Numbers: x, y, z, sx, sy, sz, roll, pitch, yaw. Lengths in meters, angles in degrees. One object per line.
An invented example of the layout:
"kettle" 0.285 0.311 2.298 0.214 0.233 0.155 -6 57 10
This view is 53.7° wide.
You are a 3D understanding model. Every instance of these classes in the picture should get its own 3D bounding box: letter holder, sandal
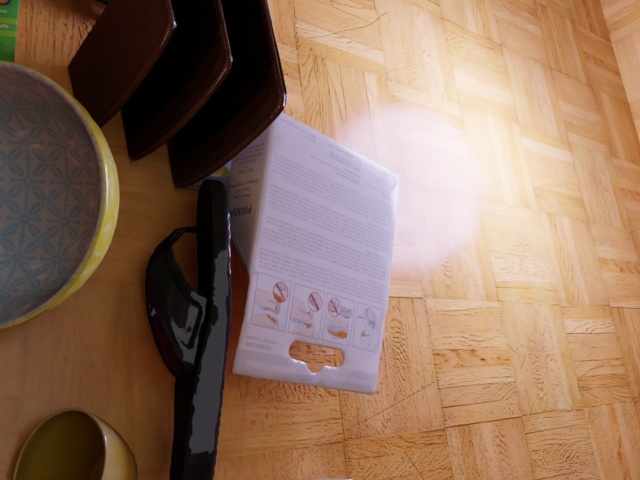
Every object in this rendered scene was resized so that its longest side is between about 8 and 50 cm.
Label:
"letter holder" -0.202 -0.205 0.850 0.152 0.302 0.214 -4 76 -41
"sandal" -0.184 0.111 0.844 0.107 0.167 0.445 8 66 -18

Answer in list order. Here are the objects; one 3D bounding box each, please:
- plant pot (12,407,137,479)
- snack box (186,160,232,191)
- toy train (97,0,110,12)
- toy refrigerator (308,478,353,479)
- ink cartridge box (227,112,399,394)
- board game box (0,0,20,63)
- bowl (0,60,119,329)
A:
"plant pot" -0.271 0.272 0.735 0.095 0.134 0.134 46 43 -54
"snack box" -0.145 -0.180 1.045 0.174 0.070 0.207 7 68 -38
"toy train" -0.317 -0.379 0.880 0.143 0.248 0.105 16 97 -24
"toy refrigerator" -0.078 0.393 0.856 0.269 0.094 0.102 7 70 -40
"ink cartridge box" -0.015 0.030 0.992 0.308 0.091 0.385 21 71 -43
"board game box" -0.470 -0.262 0.831 0.124 0.039 0.259 10 69 -37
"bowl" -0.354 -0.044 0.738 0.156 0.289 0.289 30 40 -84
